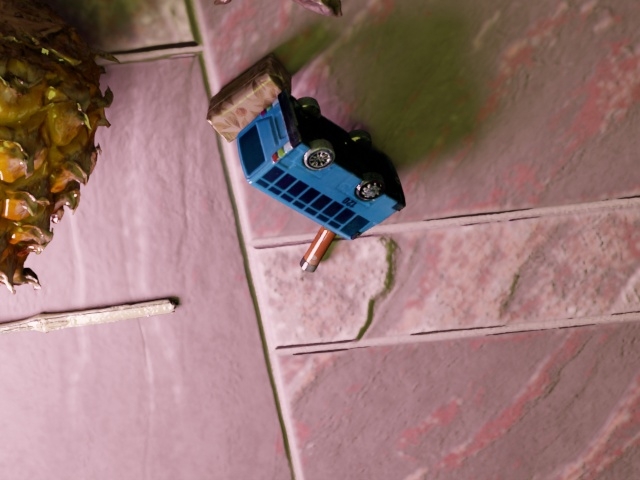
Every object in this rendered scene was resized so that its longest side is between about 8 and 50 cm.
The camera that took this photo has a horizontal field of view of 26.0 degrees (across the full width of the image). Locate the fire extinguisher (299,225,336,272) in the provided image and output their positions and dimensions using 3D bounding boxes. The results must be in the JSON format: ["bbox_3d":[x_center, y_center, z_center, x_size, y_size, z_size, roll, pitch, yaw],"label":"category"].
[{"bbox_3d":[0.000,0.000,1.670,0.028,0.022,0.083,39,120,16],"label":"fire extinguisher"}]

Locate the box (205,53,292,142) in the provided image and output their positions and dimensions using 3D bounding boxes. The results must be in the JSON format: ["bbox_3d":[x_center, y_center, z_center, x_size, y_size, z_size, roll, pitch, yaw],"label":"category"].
[{"bbox_3d":[-0.080,-0.160,1.556,0.098,0.062,0.045,-34,114,22],"label":"box"}]

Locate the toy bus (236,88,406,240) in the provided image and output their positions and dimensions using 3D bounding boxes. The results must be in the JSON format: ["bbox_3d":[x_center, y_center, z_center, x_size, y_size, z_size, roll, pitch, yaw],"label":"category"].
[{"bbox_3d":[0.002,-0.079,1.553,0.106,0.090,0.184,-39,133,24],"label":"toy bus"}]

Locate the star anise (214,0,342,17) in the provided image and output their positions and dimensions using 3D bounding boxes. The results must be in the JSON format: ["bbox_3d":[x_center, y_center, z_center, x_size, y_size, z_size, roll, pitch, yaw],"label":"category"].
[{"bbox_3d":[-0.046,-0.329,1.447,0.212,0.073,0.197,6,123,-3],"label":"star anise"}]

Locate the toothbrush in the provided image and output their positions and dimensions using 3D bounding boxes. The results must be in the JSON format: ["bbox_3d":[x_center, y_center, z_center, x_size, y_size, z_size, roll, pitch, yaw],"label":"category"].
[{"bbox_3d":[-0.323,0.102,1.753,0.294,0.028,0.026,-10,121,4],"label":"toothbrush"}]

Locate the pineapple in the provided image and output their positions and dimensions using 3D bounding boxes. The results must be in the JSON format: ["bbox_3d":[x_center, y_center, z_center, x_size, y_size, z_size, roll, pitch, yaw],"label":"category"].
[{"bbox_3d":[-0.391,-0.126,1.457,0.352,0.352,0.300,29,109,-13],"label":"pineapple"}]
